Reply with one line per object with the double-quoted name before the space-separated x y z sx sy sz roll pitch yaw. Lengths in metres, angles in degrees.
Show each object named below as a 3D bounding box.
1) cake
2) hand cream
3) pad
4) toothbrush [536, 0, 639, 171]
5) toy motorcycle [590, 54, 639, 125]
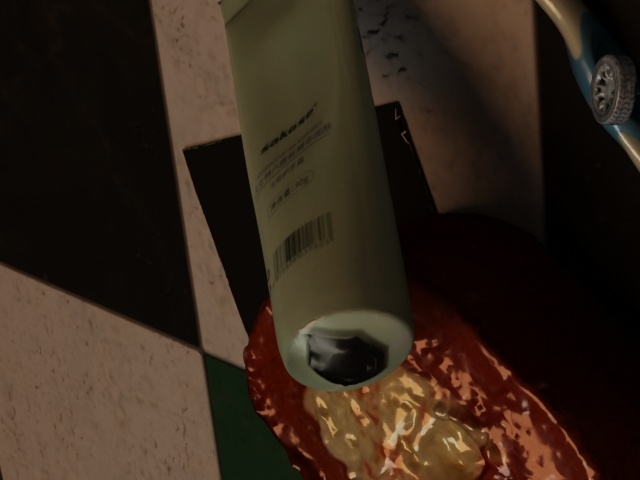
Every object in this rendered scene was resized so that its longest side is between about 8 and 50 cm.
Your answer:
"cake" 0.096 0.104 1.009 0.283 0.151 0.177 51 126 21
"hand cream" -0.008 -0.058 0.979 0.109 0.067 0.320 -42 43 33
"pad" 0.000 0.000 1.180 0.243 0.004 0.163 -8 104 52
"toothbrush" 0.145 -0.087 0.923 0.386 0.040 0.040 53 142 11
"toy motorcycle" 0.190 -0.056 0.798 0.135 0.092 0.254 -168 83 -75
